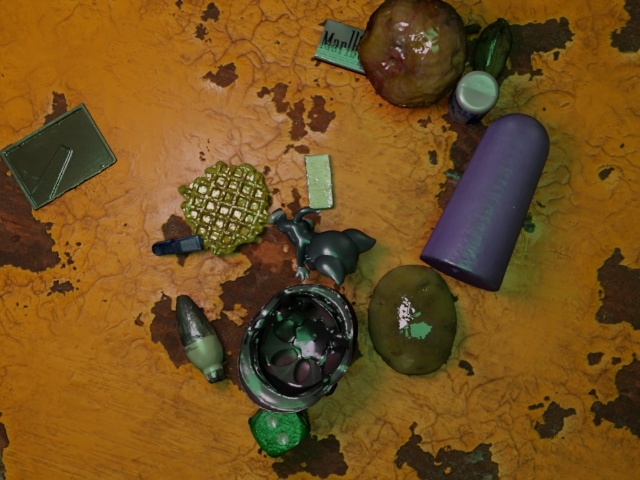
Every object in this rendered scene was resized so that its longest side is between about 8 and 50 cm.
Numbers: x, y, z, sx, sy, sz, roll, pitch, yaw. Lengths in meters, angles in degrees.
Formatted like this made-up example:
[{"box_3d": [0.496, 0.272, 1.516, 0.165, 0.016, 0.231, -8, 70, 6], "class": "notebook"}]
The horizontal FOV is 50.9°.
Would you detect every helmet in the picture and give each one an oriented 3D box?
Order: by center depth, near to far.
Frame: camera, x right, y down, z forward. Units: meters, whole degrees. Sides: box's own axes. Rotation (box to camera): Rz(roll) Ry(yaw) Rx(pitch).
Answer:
[{"box_3d": [-0.043, 0.260, 1.704, 0.271, 0.197, 0.338, 33, 98, 12], "class": "helmet"}]

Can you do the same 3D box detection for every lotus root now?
[{"box_3d": [0.454, -0.501, 1.782, 0.089, 0.080, 0.179, 16, 93, -20], "class": "lotus root"}]

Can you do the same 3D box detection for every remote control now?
[{"box_3d": [-0.381, 0.016, 1.781, 0.153, 0.027, 0.043, -9, 98, 21], "class": "remote control"}]

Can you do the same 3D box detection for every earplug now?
[{"box_3d": [0.438, -0.111, 1.713, 0.215, 0.215, 0.455, 25, 84, 2], "class": "earplug"}]

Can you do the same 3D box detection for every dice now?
[{"box_3d": [-0.104, 0.473, 1.729, 0.131, 0.128, 0.120, -35, 89, -2], "class": "dice"}]

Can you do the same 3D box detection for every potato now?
[{"box_3d": [0.238, 0.210, 1.745, 0.239, 0.116, 0.299, 0, 86, 6], "class": "potato"}]

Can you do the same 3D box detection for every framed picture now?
[{"box_3d": [-0.713, -0.227, 1.830, 0.265, 0.018, 0.192, -31, 87, -1], "class": "framed picture"}]

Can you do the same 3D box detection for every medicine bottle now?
[{"box_3d": [0.386, -0.358, 1.721, 0.107, 0.191, 0.107, 0, 87, 1], "class": "medicine bottle"}]

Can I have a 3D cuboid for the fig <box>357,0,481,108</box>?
[{"box_3d": [0.291, -0.495, 1.728, 0.369, 0.286, 0.286, -22, 86, -37], "class": "fig"}]

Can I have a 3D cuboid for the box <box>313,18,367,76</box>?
[{"box_3d": [0.082, -0.518, 1.814, 0.178, 0.036, 0.115, 18, 87, 3], "class": "box"}]

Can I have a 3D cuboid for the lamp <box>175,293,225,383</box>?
[{"box_3d": [-0.316, 0.256, 1.759, 0.101, 0.101, 0.250, -25, 81, 0], "class": "lamp"}]

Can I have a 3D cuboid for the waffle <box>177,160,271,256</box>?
[{"box_3d": [-0.249, -0.093, 1.793, 0.238, 0.059, 0.243, -24, 86, 0], "class": "waffle"}]

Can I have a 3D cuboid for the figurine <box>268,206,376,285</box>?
[{"box_3d": [-0.001, -0.005, 1.727, 0.265, 0.140, 0.193, 49, 50, 8], "class": "figurine"}]

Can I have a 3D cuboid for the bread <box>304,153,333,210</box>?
[{"box_3d": [-0.004, -0.157, 1.804, 0.068, 0.028, 0.153, -6, 86, 1], "class": "bread"}]
